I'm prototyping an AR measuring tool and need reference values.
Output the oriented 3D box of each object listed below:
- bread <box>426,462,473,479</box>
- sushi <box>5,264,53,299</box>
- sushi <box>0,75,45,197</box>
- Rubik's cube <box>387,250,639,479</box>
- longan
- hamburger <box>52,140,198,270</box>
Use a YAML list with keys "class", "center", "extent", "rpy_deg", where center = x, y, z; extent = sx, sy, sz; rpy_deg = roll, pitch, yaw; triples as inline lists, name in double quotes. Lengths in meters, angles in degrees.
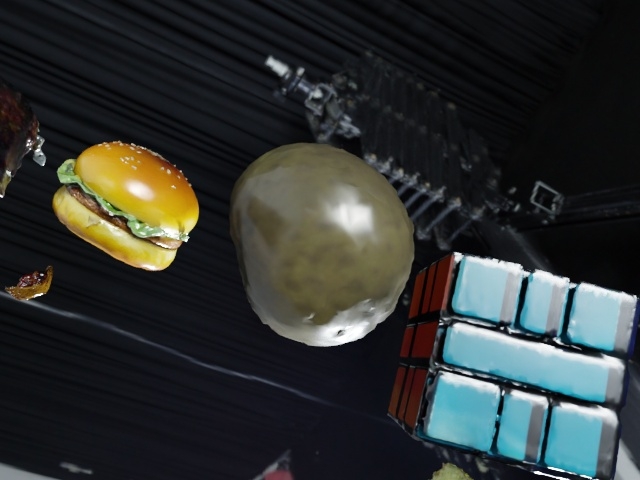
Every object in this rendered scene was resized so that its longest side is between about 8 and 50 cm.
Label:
- class: "bread"
  center: [0.249, 0.452, 0.880]
  extent: [0.143, 0.139, 0.229]
  rpy_deg: [-53, -156, -6]
- class: "sushi"
  center: [-0.580, 0.086, 1.180]
  extent: [0.099, 0.051, 0.047]
  rpy_deg: [-44, 138, -53]
- class: "sushi"
  center: [-0.745, -0.192, 1.148]
  extent: [0.294, 0.300, 0.281]
  rpy_deg: [-88, 166, -51]
- class: "Rubik's cube"
  center: [0.285, 0.194, 0.928]
  extent: [0.293, 0.289, 0.283]
  rpy_deg: [85, 20, -82]
- class: "longan"
  center: [0.008, 0.004, 1.264]
  extent: [0.404, 0.405, 0.435]
  rpy_deg: [-160, -117, -71]
- class: "hamburger"
  center: [-0.318, -0.071, 0.994]
  extent: [0.170, 0.246, 0.246]
  rpy_deg: [-56, -161, 3]
